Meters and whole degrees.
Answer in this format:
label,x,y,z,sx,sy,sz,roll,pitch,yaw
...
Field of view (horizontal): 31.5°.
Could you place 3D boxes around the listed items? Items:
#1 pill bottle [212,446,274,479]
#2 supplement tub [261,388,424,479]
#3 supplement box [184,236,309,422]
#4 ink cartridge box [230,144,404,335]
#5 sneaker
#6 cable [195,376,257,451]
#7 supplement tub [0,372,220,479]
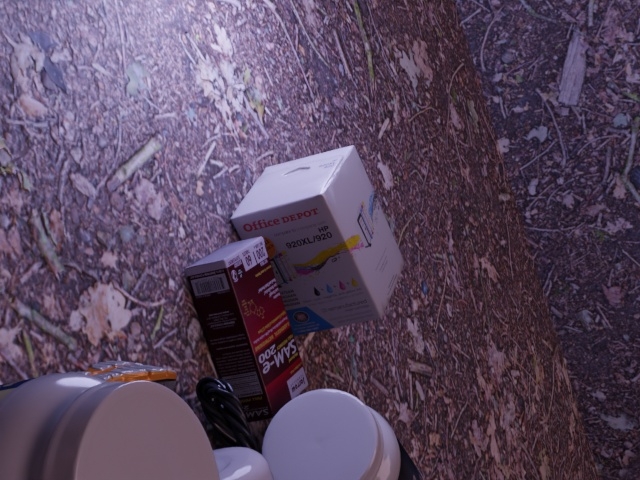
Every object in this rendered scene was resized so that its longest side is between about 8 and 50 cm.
label,x,y,z,sx,sy,sz,roll,pitch,yaw
pill bottle,-0.107,0.429,1.379,0.181,0.181,0.323,-31,106,-62
supplement tub,0.039,0.347,1.647,0.272,0.191,0.191,59,30,-53
supplement box,-0.104,0.129,1.645,0.130,0.073,0.239,-35,111,-62
ink cartridge box,0.000,0.000,1.796,0.232,0.171,0.168,64,29,-23
sneaker,-0.247,0.191,1.343,0.215,0.084,0.083,-5,96,-60
cable,-0.116,0.261,1.500,0.184,0.047,0.150,81,-17,-47
supplement tub,-0.272,0.243,0.979,0.235,0.325,0.235,37,46,-52
